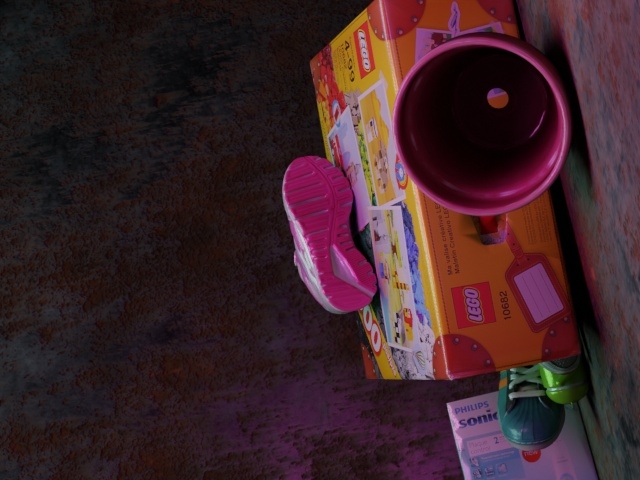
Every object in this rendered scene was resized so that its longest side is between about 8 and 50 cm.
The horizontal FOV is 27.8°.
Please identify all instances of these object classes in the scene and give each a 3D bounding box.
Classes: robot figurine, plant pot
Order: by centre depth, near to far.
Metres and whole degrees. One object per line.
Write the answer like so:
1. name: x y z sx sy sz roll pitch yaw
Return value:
1. plant pot: 0.197 -0.146 1.491 0.180 0.201 0.201 -45 -57 -67
2. robot figurine: 0.358 0.190 1.913 0.101 0.067 0.115 -6 -98 -80

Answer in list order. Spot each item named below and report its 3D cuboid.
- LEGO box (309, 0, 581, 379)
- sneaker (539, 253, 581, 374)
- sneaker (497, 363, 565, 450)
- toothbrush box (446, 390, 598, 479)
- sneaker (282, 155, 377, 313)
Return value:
1. LEGO box: 0.160 -0.064 1.818 0.372 0.193 0.500 156 104 -74
2. sneaker: 0.318 0.083 1.834 0.093 0.088 0.225 164 90 -89
3. sneaker: 0.323 0.190 2.014 0.302 0.108 0.121 -76 -25 -51
4. toothbrush box: 0.351 0.398 2.171 0.126 0.216 0.295 67 -169 -72
5. sneaker: 0.000 0.000 1.870 0.111 0.103 0.252 119 140 -65
